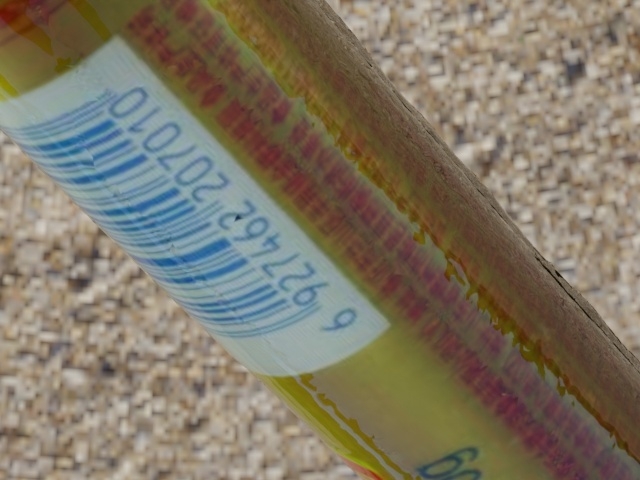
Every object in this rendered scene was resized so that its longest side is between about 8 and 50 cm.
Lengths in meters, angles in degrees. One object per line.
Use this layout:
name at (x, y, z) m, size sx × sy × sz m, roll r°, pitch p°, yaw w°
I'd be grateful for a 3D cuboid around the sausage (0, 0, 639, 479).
sausage at (0.000, 0.000, 0.440) m, size 0.082 × 0.082 × 0.371 m, roll -28°, pitch 125°, yaw 25°
